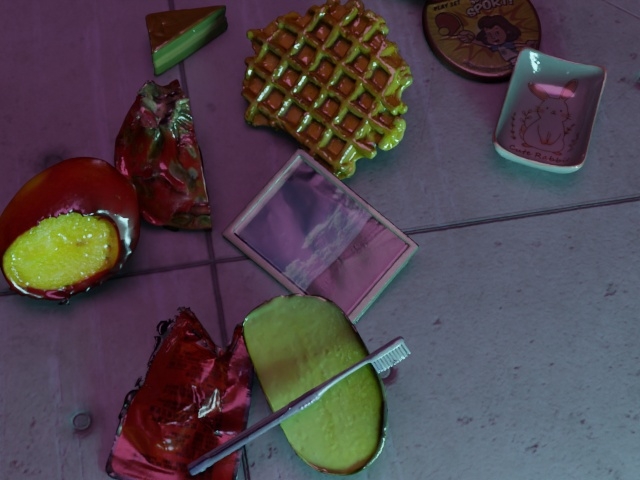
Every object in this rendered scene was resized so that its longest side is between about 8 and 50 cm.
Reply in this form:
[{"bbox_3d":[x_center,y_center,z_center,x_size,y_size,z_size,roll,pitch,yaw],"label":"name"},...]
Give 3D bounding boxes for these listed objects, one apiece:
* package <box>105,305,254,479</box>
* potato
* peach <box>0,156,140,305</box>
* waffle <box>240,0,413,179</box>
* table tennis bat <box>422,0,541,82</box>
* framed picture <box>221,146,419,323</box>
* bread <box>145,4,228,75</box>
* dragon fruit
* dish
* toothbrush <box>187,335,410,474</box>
[{"bbox_3d":[-0.186,0.230,1.804,0.194,0.071,0.269,9,65,19],"label":"package"},{"bbox_3d":[0.006,0.198,1.786,0.160,0.111,0.272,-28,85,6],"label":"potato"},{"bbox_3d":[-0.375,-0.011,1.860,0.196,0.190,0.226,35,59,2],"label":"peach"},{"bbox_3d":[0.002,-0.244,2.015,0.281,0.058,0.301,-31,75,15],"label":"waffle"},{"bbox_3d":[0.262,-0.402,2.176,0.200,0.038,0.310,-18,67,-11],"label":"table tennis bat"},{"bbox_3d":[0.000,0.000,1.937,0.260,0.023,0.189,40,83,17],"label":"framed picture"},{"bbox_3d":[-0.218,-0.337,2.104,0.139,0.074,0.084,-8,62,-8],"label":"bread"},{"bbox_3d":[-0.257,-0.161,1.940,0.134,0.211,0.262,-10,56,-15],"label":"dragon fruit"},{"bbox_3d":[0.368,-0.199,2.043,0.151,0.077,0.212,15,62,9],"label":"dish"},{"bbox_3d":[-0.031,0.233,1.727,0.354,0.024,0.029,-32,97,7],"label":"toothbrush"}]
